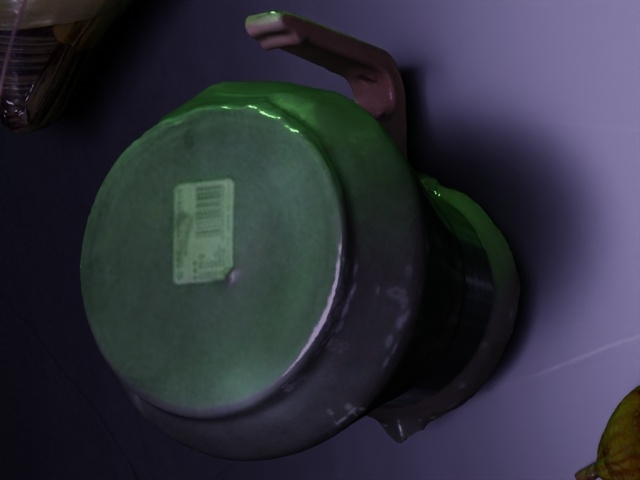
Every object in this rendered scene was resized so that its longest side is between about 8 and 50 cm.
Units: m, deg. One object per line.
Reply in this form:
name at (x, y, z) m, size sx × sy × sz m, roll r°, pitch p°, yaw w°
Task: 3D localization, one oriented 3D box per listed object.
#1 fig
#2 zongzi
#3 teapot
fig at (0.300, 0.191, 1.257) m, size 0.119 × 0.153 × 0.119 m, roll 3°, pitch 64°, yaw -6°
zongzi at (-0.202, -0.249, 1.432) m, size 0.318 × 0.154 × 0.289 m, roll 5°, pitch 106°, yaw 8°
teapot at (0.000, 0.000, 1.227) m, size 0.306 × 0.362 × 0.376 m, roll -6°, pitch 79°, yaw 28°
